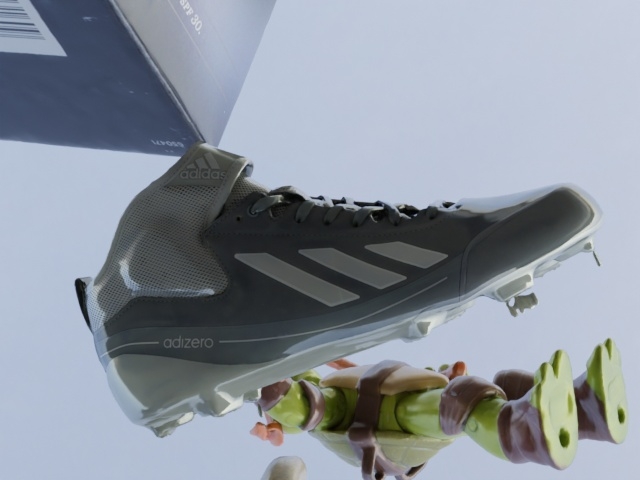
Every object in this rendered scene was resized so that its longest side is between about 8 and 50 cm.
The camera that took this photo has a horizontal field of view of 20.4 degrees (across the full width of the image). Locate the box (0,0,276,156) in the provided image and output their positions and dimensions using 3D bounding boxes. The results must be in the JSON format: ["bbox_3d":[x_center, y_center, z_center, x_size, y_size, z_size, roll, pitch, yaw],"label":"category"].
[{"bbox_3d":[-0.130,-0.248,0.918,0.182,0.296,0.294,6,-119,25],"label":"box"}]

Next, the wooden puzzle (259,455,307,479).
[{"bbox_3d":[0.002,0.317,0.755,0.080,0.322,0.348,1,-134,-29],"label":"wooden puzzle"}]

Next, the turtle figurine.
[{"bbox_3d":[0.040,0.089,0.958,0.217,0.269,0.087,-2,-101,33],"label":"turtle figurine"}]

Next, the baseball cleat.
[{"bbox_3d":[0.000,0.000,0.683,0.205,0.072,0.109,-23,-91,9],"label":"baseball cleat"}]
